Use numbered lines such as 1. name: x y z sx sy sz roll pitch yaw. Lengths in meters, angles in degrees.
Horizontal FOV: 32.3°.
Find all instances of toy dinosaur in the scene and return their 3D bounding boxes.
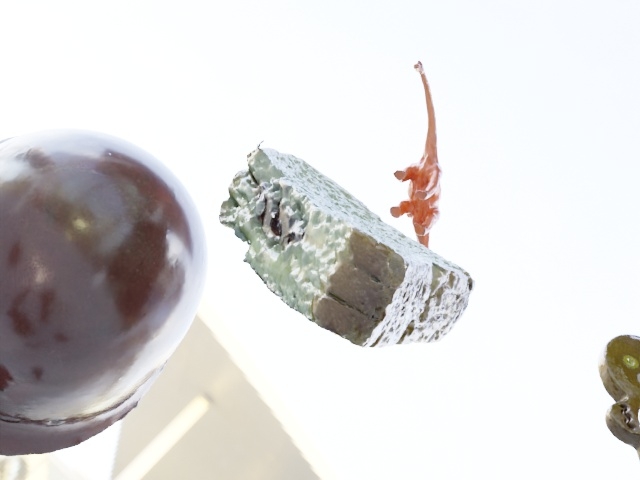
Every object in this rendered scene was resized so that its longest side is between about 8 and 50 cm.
1. toy dinosaur: 0.122 -0.076 1.353 0.055 0.101 0.280 5 -74 22

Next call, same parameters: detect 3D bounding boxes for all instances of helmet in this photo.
1. helmet: -0.262 0.031 1.190 0.337 0.385 0.230 38 -32 -18

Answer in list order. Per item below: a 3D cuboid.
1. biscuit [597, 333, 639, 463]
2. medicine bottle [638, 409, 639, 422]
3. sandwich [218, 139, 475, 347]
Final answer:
1. biscuit: 0.421 0.212 1.365 0.236 0.179 0.039 -104 -147 -42
2. medicine bottle: 0.358 0.106 0.933 0.135 0.169 0.135 26 -12 6
3. sandwich: -0.002 0.004 0.999 0.254 0.100 0.288 35 8 17
